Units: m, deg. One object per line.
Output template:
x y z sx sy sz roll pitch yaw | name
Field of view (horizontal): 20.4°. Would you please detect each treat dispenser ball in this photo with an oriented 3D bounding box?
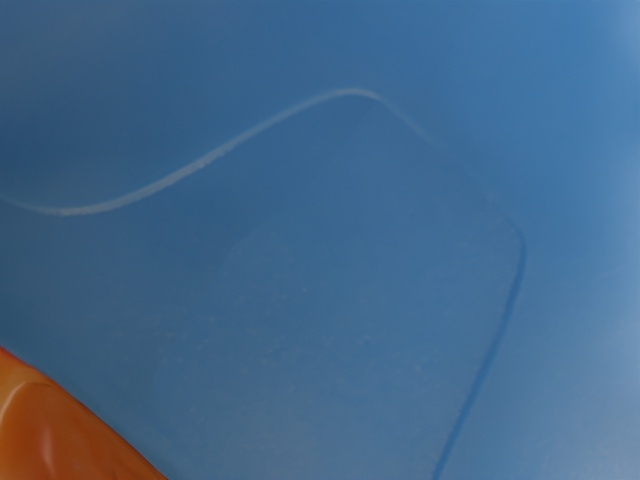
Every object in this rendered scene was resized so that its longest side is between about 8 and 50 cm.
0.000 0.000 0.446 0.288 0.288 0.288 10 -74 38 | treat dispenser ball
